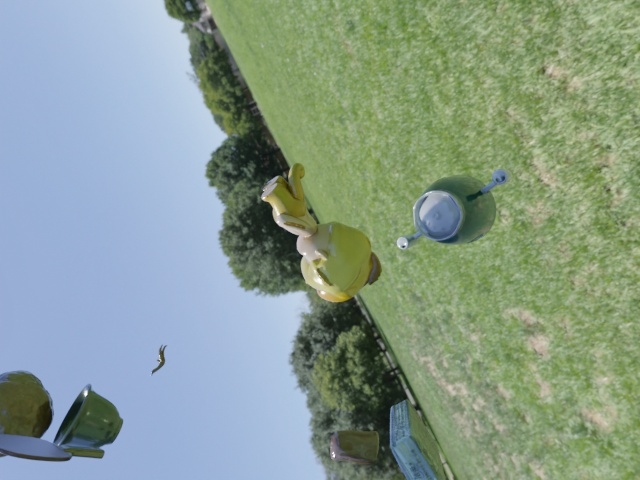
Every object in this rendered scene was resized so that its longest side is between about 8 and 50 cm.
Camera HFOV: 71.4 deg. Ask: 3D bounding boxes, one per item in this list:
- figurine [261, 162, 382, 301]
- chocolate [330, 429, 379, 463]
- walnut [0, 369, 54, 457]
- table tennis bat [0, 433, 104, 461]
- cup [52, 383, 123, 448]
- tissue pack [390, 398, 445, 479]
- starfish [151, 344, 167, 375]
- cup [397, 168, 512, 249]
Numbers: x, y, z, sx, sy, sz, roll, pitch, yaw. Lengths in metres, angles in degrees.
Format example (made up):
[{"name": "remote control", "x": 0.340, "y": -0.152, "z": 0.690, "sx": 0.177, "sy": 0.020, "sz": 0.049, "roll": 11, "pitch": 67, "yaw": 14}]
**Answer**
[{"name": "figurine", "x": 0.000, "y": 0.000, "z": 0.724, "sx": 0.246, "sy": 0.131, "sz": 0.156, "roll": 50, "pitch": -164, "yaw": -25}, {"name": "chocolate", "x": 0.071, "y": 0.414, "z": 0.891, "sx": 0.031, "sy": 0.100, "sz": 0.065, "roll": 145, "pitch": 134, "yaw": -79}, {"name": "walnut", "x": -0.921, "y": 0.511, "z": 1.304, "sx": 0.248, "sy": 0.248, "sz": 0.248, "roll": 64, "pitch": 179, "yaw": 3}, {"name": "table tennis bat", "x": -0.612, "y": 0.472, "z": 1.007, "sx": 0.274, "sy": 0.154, "sz": 0.021, "roll": 43, "pitch": -121, "yaw": -50}, {"name": "cup", "x": -0.697, "y": 0.564, "z": 1.372, "sx": 0.150, "sy": 0.199, "sz": 0.199, "roll": 33, "pitch": -168, "yaw": -24}, {"name": "tissue pack", "x": 0.330, "y": 0.716, "z": 1.535, "sx": 0.228, "sy": 0.103, "sz": 0.315, "roll": 57, "pitch": -172, "yaw": 4}, {"name": "starfish", "x": -0.676, "y": 0.519, "z": 1.867, "sx": 0.130, "sy": 0.041, "sz": 0.133, "roll": -104, "pitch": 34, "yaw": -68}, {"name": "cup", "x": 0.293, "y": -0.064, "z": 1.006, "sx": 0.173, "sy": 0.299, "sz": 0.168, "roll": -16, "pitch": -109, "yaw": -54}]
